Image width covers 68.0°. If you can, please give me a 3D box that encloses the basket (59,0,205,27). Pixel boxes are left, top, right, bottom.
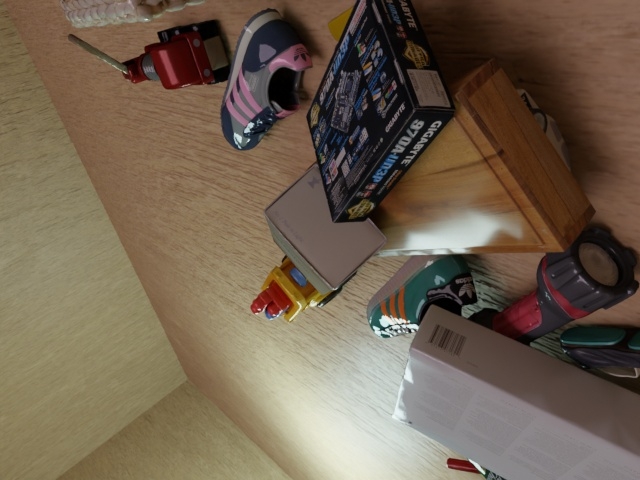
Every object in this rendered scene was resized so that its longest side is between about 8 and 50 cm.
[{"bbox_3d":[-0.223,-0.464,0.635,0.331,0.328,0.266,25,139,45],"label":"basket"}]

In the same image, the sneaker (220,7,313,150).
[{"bbox_3d":[-0.105,-0.254,0.887,0.131,0.112,0.319,50,150,13],"label":"sneaker"}]

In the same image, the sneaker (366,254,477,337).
[{"bbox_3d":[0.171,0.127,0.847,0.302,0.108,0.121,114,141,-54],"label":"sneaker"}]

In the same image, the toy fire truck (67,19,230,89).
[{"bbox_3d":[-0.345,-0.373,0.968,0.217,0.246,0.159,19,135,44],"label":"toy fire truck"}]

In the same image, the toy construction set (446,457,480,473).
[{"bbox_3d":[0.398,0.640,1.009,0.237,0.257,0.309,-11,88,38],"label":"toy construction set"}]

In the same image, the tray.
[{"bbox_3d":[0.133,-0.073,0.666,0.203,0.076,0.411,50,162,-13],"label":"tray"}]

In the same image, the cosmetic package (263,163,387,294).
[{"bbox_3d":[0.000,0.000,0.825,0.160,0.113,0.309,48,173,5],"label":"cosmetic package"}]

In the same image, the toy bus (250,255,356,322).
[{"bbox_3d":[-0.053,0.090,1.050,0.149,0.211,0.220,51,147,10],"label":"toy bus"}]

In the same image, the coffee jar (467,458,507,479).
[{"bbox_3d":[0.354,0.436,0.906,0.184,0.079,0.096,46,144,45],"label":"coffee jar"}]

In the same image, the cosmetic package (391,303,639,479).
[{"bbox_3d":[0.312,0.283,0.743,0.377,0.097,0.284,24,142,19],"label":"cosmetic package"}]

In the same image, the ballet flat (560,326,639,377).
[{"bbox_3d":[0.409,0.145,0.610,0.074,0.074,0.203,57,155,-3],"label":"ballet flat"}]

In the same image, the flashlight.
[{"bbox_3d":[0.300,0.096,0.685,0.304,0.103,0.103,119,138,-57],"label":"flashlight"}]

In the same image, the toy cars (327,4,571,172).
[{"bbox_3d":[0.177,-0.175,0.610,0.393,0.087,0.176,40,161,17],"label":"toy cars"}]

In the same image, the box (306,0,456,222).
[{"bbox_3d":[0.052,-0.147,0.555,0.220,0.051,0.175,125,137,-56],"label":"box"}]
